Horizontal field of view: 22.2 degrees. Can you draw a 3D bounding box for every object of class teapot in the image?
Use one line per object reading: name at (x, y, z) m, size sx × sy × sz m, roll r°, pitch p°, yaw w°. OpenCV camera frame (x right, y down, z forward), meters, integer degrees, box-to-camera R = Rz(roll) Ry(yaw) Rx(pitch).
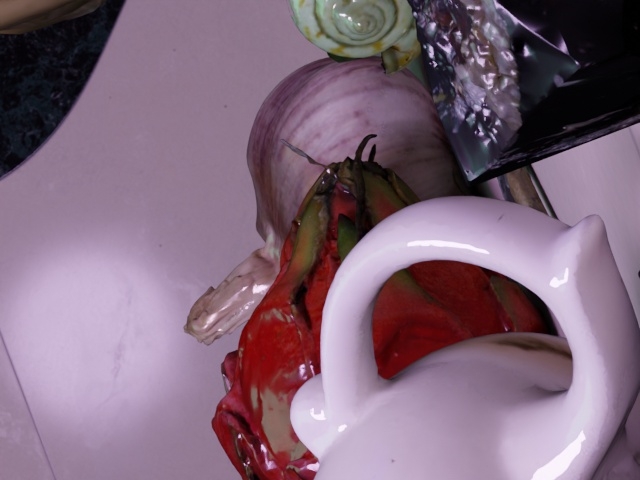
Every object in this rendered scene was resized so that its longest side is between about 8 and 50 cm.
teapot at (0.075, 0.122, 0.526) m, size 0.204 × 0.139 × 0.298 m, roll -51°, pitch -60°, yaw -41°

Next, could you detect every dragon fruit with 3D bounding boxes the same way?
dragon fruit at (0.029, 0.075, 1.025) m, size 0.234 × 0.233 × 0.293 m, roll 59°, pitch -173°, yaw -81°

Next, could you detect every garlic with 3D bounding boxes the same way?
garlic at (0.000, 0.000, 1.224) m, size 0.245 × 0.253 × 0.245 m, roll 60°, pitch -174°, yaw -11°

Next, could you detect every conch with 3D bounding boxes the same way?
conch at (0.026, -0.153, 0.895) m, size 0.170 × 0.079 × 0.106 m, roll -85°, pitch -15°, yaw -49°

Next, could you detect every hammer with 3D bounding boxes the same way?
hammer at (0.111, 0.014, 0.748) m, size 0.062 × 0.017 × 0.182 m, roll 67°, pitch -178°, yaw -48°

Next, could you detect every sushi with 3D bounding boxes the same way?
sushi at (0.048, -0.069, 0.418) m, size 0.083 × 0.056 × 0.085 m, roll 60°, pitch -171°, yaw -79°

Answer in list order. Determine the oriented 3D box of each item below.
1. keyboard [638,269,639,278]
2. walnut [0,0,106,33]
keyboard at (0.134, 0.096, 0.455) m, size 0.061 × 0.013 × 0.204 m, roll 54°, pitch -165°, yaw -82°
walnut at (-0.114, -0.204, 0.534) m, size 0.282 × 0.277 × 0.253 m, roll 50°, pitch -172°, yaw -47°
